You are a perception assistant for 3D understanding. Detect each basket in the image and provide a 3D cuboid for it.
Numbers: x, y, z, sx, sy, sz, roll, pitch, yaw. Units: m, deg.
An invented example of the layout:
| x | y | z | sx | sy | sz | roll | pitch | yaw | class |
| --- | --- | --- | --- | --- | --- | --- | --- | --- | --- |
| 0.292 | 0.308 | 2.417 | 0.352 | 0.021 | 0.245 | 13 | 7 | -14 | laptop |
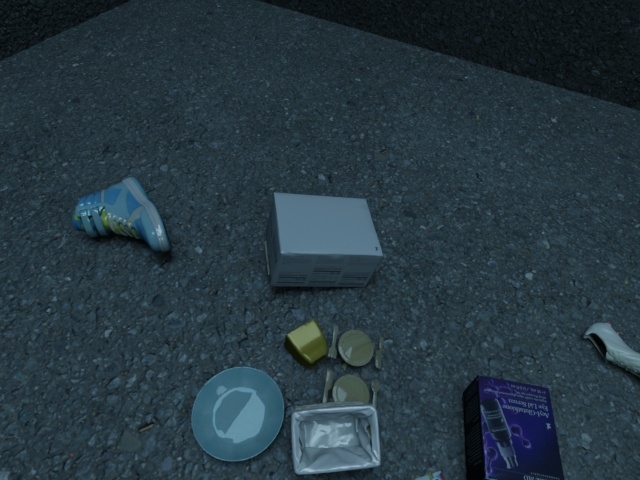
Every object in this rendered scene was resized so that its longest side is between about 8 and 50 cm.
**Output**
| x | y | z | sx | sy | sz | roll | pitch | yaw | class |
| --- | --- | --- | --- | --- | --- | --- | --- | --- | --- |
| 0.026 | 0.386 | 0.846 | 0.167 | 0.103 | 0.113 | -3 | 77 | -4 | basket |

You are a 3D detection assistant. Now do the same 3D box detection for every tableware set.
| x | y | z | sx | sy | sz | roll | pitch | yaw | class |
| --- | --- | --- | --- | --- | --- | --- | --- | --- | --- |
| 0.072 | 0.303 | 0.978 | 0.128 | 0.039 | 0.194 | 15 | 57 | -6 | tableware set |

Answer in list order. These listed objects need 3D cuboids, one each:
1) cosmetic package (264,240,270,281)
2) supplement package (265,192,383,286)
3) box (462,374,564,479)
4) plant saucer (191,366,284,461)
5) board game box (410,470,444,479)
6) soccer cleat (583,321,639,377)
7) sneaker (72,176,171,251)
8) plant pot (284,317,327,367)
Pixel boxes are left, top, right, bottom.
| x | y | z | sx | sy | sz | roll | pitch | yaw | class |
| --- | --- | --- | --- | --- | --- | --- | --- | --- | --- |
| -0.121 | 0.054 | 1.165 | 0.060 | 0.041 | 0.115 | -8 | 52 | -10 | cosmetic package |
| 0.000 | 0.000 | 1.119 | 0.261 | 0.145 | 0.204 | 3 | 50 | -17 | supplement package |
| 0.385 | 0.403 | 0.866 | 0.153 | 0.108 | 0.207 | 8 | 50 | 3 | box |
| -0.174 | 0.370 | 0.908 | 0.195 | 0.037 | 0.195 | 1 | 52 | -2 | plant saucer |
| 0.171 | 0.559 | 0.691 | 0.142 | 0.144 | 0.275 | -4 | 50 | -22 | board game box |
| 0.729 | 0.282 | 1.016 | 0.076 | 0.068 | 0.196 | -25 | 49 | -15 | soccer cleat |
| -0.554 | -0.041 | 1.170 | 0.208 | 0.127 | 0.319 | -27 | 47 | -25 | sneaker |
| -0.028 | 0.248 | 0.992 | 0.081 | 0.081 | 0.083 | -27 | 68 | -23 | plant pot |
